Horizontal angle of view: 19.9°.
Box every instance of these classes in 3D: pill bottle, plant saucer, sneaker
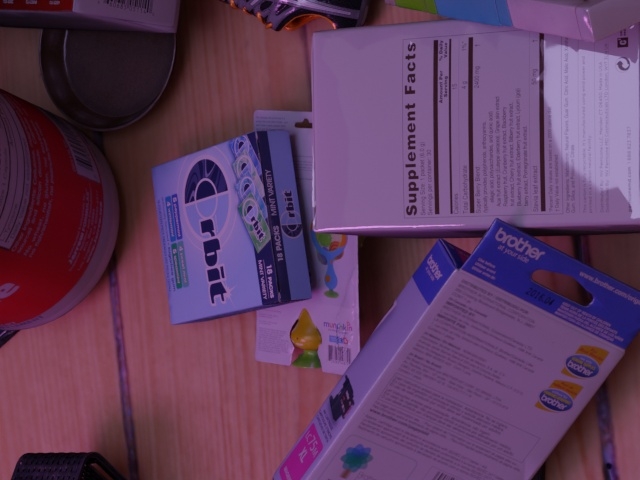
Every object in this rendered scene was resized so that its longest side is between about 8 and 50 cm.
[{"bbox_3d":[-0.368,-0.050,1.671,0.229,0.408,0.229,-4,79,20],"label":"pill bottle"},{"bbox_3d":[-0.207,-0.192,1.818,0.168,0.029,0.168,0,90,29],"label":"plant saucer"},{"bbox_3d":[-0.047,-0.235,1.700,0.215,0.084,0.083,8,101,30],"label":"sneaker"}]

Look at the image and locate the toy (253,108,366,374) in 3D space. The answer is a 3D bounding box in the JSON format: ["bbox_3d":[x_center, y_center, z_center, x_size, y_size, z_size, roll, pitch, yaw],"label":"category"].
[{"bbox_3d":[0.000,0.000,1.675,0.137,0.056,0.237,6,96,44],"label":"toy"}]

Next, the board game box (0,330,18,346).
[{"bbox_3d":[-0.372,0.064,1.909,0.186,0.026,0.126,-40,70,23],"label":"board game box"}]

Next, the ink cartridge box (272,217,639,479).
[{"bbox_3d":[0.119,0.127,1.517,0.311,0.186,0.065,-55,27,19],"label":"ink cartridge box"}]

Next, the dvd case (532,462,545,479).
[{"bbox_3d":[0.098,0.241,1.644,0.221,0.018,0.164,1,89,29],"label":"dvd case"}]

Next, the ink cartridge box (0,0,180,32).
[{"bbox_3d":[-0.268,-0.345,1.758,0.309,0.130,0.271,7,91,44],"label":"ink cartridge box"}]

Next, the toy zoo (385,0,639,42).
[{"bbox_3d":[0.209,-0.219,1.443,0.293,0.192,0.030,19,132,50],"label":"toy zoo"}]

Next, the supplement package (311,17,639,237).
[{"bbox_3d":[0.160,-0.091,1.522,0.293,0.177,0.175,-1,88,30],"label":"supplement package"}]

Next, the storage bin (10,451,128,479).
[{"bbox_3d":[-0.249,0.303,1.744,0.084,0.122,0.180,-5,53,29],"label":"storage bin"}]

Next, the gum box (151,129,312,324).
[{"bbox_3d":[-0.086,-0.009,1.701,0.184,0.041,0.157,-15,81,53],"label":"gum box"}]
